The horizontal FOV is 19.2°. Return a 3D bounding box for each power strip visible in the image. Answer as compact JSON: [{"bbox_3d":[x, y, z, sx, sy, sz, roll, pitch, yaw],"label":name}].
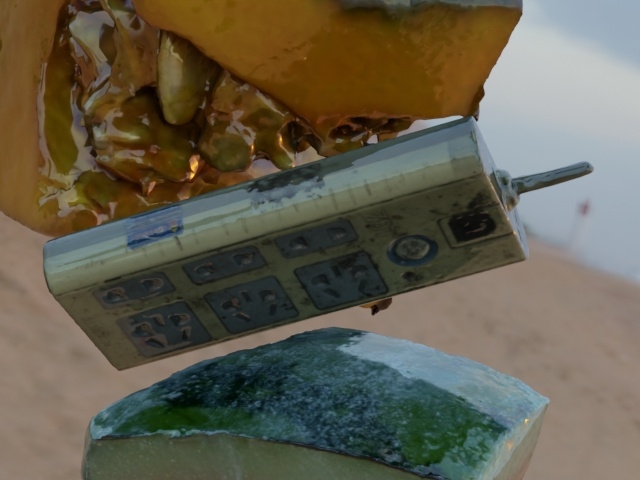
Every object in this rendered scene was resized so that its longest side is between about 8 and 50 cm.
[{"bbox_3d":[0.000,0.000,0.904,0.268,0.034,0.092,-16,-38,12],"label":"power strip"}]

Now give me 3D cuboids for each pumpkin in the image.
[{"bbox_3d":[-0.049,-0.113,1.016,0.225,0.303,0.256,8,36,-29],"label":"pumpkin"}]

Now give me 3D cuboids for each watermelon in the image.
[{"bbox_3d":[-0.012,0.177,0.930,0.192,0.257,0.140,15,25,20],"label":"watermelon"}]
